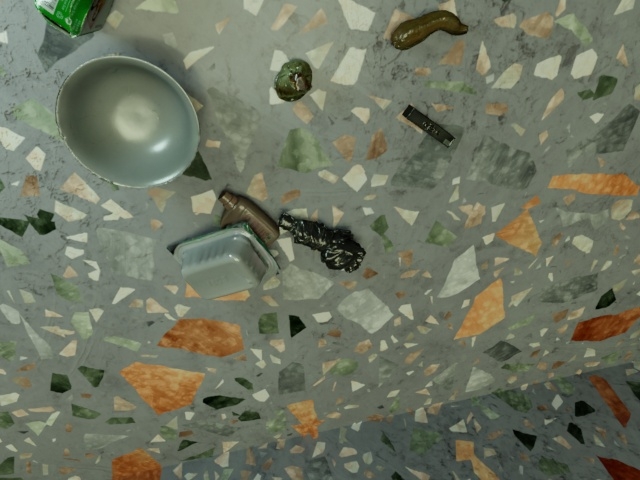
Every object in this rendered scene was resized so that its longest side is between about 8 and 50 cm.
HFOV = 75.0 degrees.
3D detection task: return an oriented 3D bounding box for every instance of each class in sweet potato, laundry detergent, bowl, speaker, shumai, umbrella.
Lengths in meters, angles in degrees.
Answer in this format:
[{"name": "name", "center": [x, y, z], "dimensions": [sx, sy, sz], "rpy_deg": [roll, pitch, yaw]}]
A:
[{"name": "sweet potato", "center": [0.307, -0.598, 1.173], "dimensions": [0.232, 0.062, 0.081], "rpy_deg": [-16, 140, -5]}, {"name": "laundry detergent", "center": [-0.270, -0.053, 1.404], "dimensions": [0.171, 0.076, 0.237], "rpy_deg": [-38, 123, 18]}, {"name": "bowl", "center": [-0.496, -0.327, 1.123], "dimensions": [0.345, 0.157, 0.346], "rpy_deg": [-6, 125, -9]}, {"name": "speaker", "center": [0.350, -0.366, 1.343], "dimensions": [0.191, 0.046, 0.040], "rpy_deg": [26, 116, -25]}, {"name": "shumai", "center": [-0.071, -0.442, 1.179], "dimensions": [0.098, 0.087, 0.124], "rpy_deg": [22, 118, -26]}, {"name": "umbrella", "center": [-0.004, 0.011, 1.484], "dimensions": [0.336, 0.128, 0.154], "rpy_deg": [17, 103, -15]}]

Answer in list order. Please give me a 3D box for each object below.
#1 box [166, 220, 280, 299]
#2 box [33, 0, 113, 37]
[{"name": "box", "center": [-0.332, 0.099, 1.426], "dimensions": [0.336, 0.106, 0.264], "rpy_deg": [-17, 128, 18]}, {"name": "box", "center": [-0.518, -0.593, 0.929], "dimensions": [0.103, 0.180, 0.250], "rpy_deg": [32, 113, -23]}]
